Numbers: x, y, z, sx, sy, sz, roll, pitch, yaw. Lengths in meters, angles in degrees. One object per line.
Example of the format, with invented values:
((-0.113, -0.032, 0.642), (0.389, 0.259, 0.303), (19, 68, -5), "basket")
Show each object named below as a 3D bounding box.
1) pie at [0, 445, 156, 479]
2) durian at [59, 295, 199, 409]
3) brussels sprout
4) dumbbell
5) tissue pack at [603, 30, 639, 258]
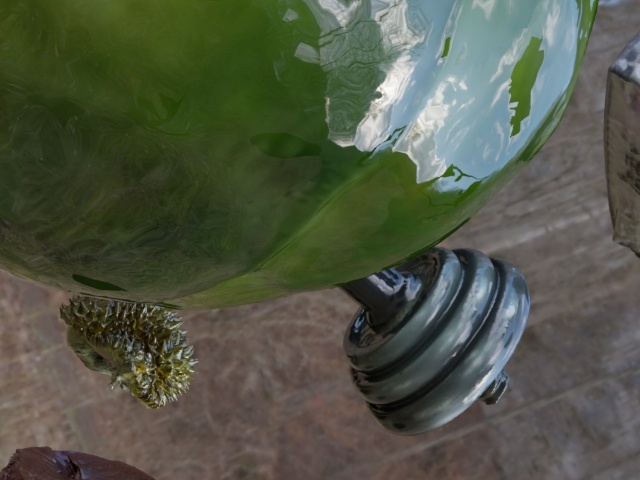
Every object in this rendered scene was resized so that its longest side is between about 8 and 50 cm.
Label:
((-0.246, 0.261, 1.136), (0.182, 0.182, 0.049), (-166, -89, -75), "pie")
((-0.182, 0.096, 1.049), (0.146, 0.102, 0.208), (40, -7, -11), "durian")
((-0.065, -0.130, 0.426), (0.289, 0.281, 0.354), (-16, -55, 37), "brussels sprout")
((0.000, 0.000, 0.869), (0.406, 0.179, 0.179), (41, -6, -15), "dumbbell")
((0.435, -0.178, 1.040), (0.124, 0.394, 0.288), (38, -15, 34), "tissue pack")
